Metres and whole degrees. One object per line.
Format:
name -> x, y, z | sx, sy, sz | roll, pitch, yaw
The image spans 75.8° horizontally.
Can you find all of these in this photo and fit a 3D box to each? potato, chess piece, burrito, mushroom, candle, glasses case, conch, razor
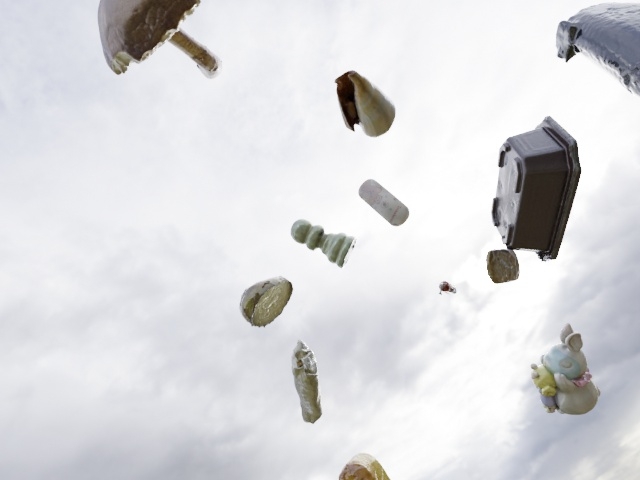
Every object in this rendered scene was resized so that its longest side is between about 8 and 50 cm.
potato -> -0.164, 0.168, 1.188 | 0.200, 0.081, 0.164 | 0, -63, -63
chess piece -> 0.000, 0.000, 1.535 | 0.133, 0.243, 0.133 | 24, -90, -81
burrito -> -0.027, 0.336, 0.940 | 0.059, 0.082, 0.275 | -1, -51, 5
mushroom -> -0.260, -0.412, 0.783 | 0.302, 0.233, 0.207 | -21, -50, -49
candle -> 0.427, 0.164, 1.406 | 0.048, 0.053, 0.162 | -51, -30, 9
glasses case -> 0.203, -0.124, 1.329 | 0.081, 0.204, 0.051 | -49, -30, 6
conch -> 0.139, -0.426, 1.250 | 0.159, 0.127, 0.255 | 2, -32, 28
razor -> 0.630, -0.389, 0.816 | 0.189, 0.326, 0.107 | -17, -47, 3

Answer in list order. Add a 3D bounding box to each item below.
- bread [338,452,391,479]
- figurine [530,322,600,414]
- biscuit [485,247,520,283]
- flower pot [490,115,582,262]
bread -> 0.139, 0.632, 0.971 | 0.102, 0.245, 0.094 | -40, -15, 21
figurine -> 0.650, 0.348, 1.112 | 0.155, 0.127, 0.235 | -18, -74, 22
biscuit -> 0.374, 0.051, 0.839 | 0.147, 0.071, 0.018 | -1, -10, -44
flower pot -> 0.377, -0.087, 0.757 | 0.084, 0.178, 0.250 | -4, -53, 6
